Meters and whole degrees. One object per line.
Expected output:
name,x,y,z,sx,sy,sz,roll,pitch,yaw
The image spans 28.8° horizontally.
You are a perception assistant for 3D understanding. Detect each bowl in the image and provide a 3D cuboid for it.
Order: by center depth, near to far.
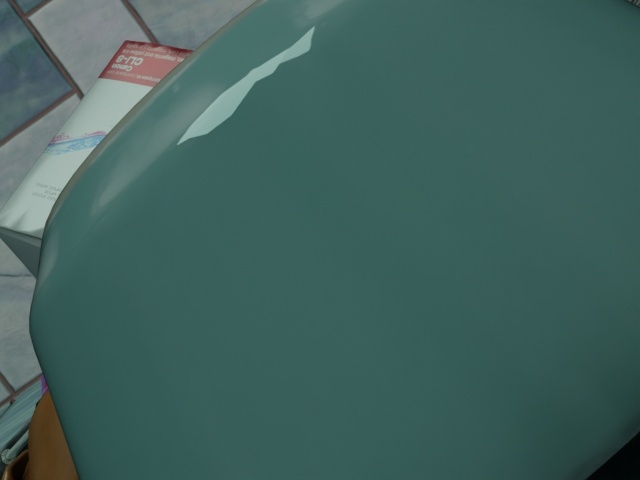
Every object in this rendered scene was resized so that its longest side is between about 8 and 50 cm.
bowl,0.018,0.006,0.459,0.311,0.163,0.311,-39,-4,-3

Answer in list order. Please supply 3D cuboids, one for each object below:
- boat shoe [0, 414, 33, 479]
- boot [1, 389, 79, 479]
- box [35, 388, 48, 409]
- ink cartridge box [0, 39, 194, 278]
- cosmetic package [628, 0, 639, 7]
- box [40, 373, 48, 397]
boat shoe,-0.143,0.077,0.951,0.301,0.102,0.108,-55,-1,-4
boot,-0.128,0.164,0.682,0.283,0.109,0.220,123,170,-57
box,-0.101,0.089,0.816,0.162,0.116,0.029,-47,33,35
ink cartridge box,-0.112,-0.027,0.871,0.127,0.128,0.176,15,62,32
cosmetic package,0.101,-0.059,0.736,0.231,0.117,0.085,-51,-4,36
box,-0.144,0.058,1.109,0.293,0.057,0.201,-53,20,6
